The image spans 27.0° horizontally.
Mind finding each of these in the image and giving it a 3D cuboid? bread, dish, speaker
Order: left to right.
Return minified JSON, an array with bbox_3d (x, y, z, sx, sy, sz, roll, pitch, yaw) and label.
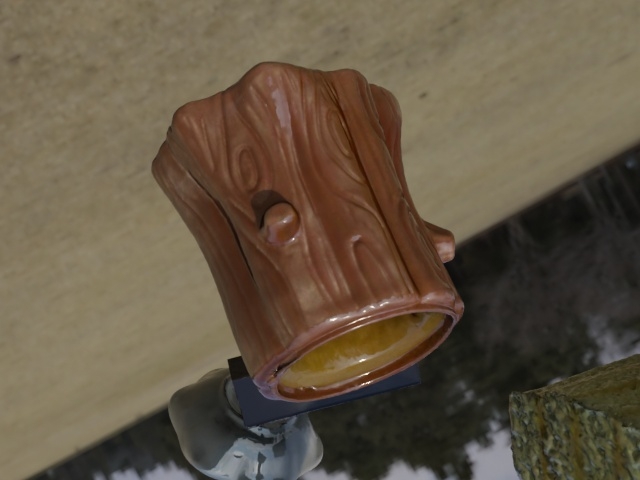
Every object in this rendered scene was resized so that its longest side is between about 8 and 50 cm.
[{"bbox_3d":[-0.093,0.240,1.855,0.229,0.229,0.081,-27,149,-47],"label":"dish"},{"bbox_3d":[0.005,0.157,1.585,0.218,0.082,0.044,-13,-147,-2],"label":"speaker"},{"bbox_3d":[0.440,0.269,1.627,0.264,0.239,0.395,-19,-161,-21],"label":"bread"}]

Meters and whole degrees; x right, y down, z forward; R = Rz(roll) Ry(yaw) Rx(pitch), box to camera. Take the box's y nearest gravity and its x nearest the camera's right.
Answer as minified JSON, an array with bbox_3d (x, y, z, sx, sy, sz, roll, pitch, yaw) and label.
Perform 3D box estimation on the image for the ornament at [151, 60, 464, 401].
[{"bbox_3d":[0.000,0.000,1.080,0.221,0.217,0.235,-14,155,-22],"label":"ornament"}]
